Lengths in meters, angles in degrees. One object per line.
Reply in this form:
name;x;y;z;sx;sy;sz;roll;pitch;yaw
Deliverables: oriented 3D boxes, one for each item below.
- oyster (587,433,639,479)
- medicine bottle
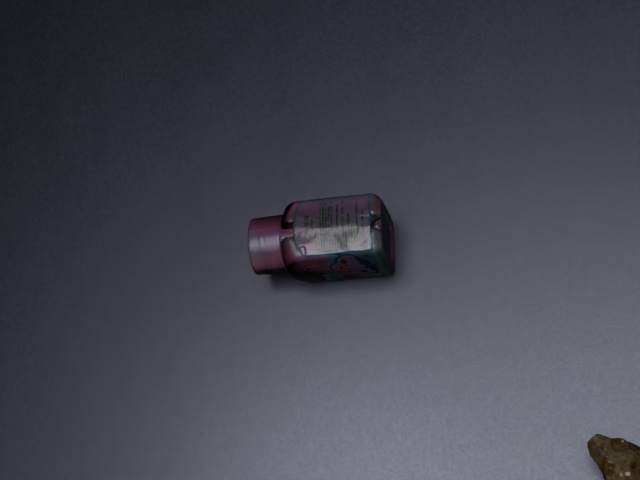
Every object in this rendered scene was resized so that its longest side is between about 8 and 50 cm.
oyster;0.468;0.345;1.620;0.166;0.110;0.341;-44;80;3
medicine bottle;0.000;0.000;1.853;0.188;0.119;0.094;-6;70;12
